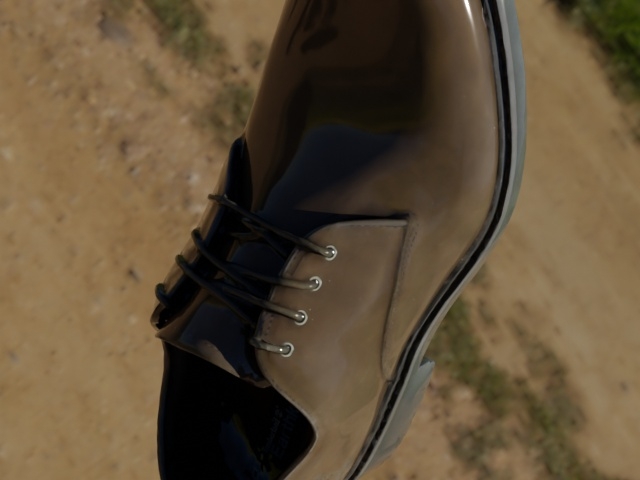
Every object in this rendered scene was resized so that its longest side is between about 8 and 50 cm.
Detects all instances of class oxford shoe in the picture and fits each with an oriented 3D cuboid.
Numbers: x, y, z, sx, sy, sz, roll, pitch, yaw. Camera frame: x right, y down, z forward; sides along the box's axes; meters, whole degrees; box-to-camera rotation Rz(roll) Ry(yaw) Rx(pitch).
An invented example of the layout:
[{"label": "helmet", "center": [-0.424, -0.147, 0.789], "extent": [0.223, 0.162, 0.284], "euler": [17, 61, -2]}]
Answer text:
[{"label": "oxford shoe", "center": [0.000, 0.000, 0.527], "extent": [0.083, 0.227, 0.096], "euler": [27, 33, 26]}]
